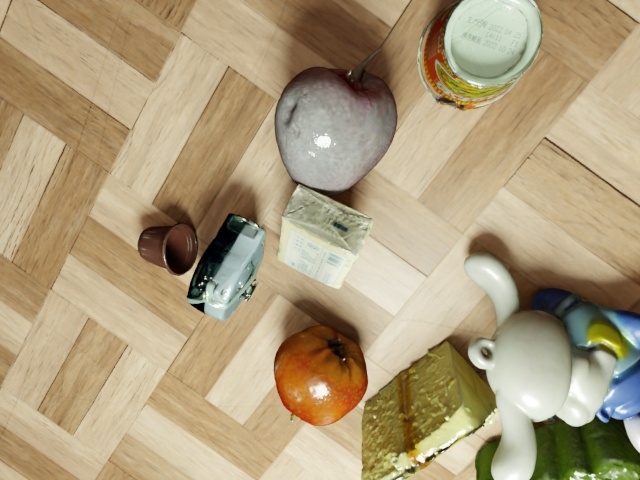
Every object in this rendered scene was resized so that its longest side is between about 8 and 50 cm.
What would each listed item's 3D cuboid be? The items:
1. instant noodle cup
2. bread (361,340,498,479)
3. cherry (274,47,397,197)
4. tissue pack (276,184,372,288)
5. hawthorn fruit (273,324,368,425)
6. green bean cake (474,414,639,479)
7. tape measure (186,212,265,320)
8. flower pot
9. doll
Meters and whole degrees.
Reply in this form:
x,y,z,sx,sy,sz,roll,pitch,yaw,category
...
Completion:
x,y,z,sx,sy,sz,roll,pitch,yaw,category
0.246,-0.296,0.736,0.193,0.212,0.193,3,106,10,instant noodle cup
0.217,0.381,0.915,0.198,0.236,0.263,44,108,-3,bread
0.024,-0.195,0.813,0.213,0.183,0.266,-4,120,-32,cherry
0.000,0.000,0.875,0.148,0.196,0.092,26,65,2,tissue pack
-0.012,0.288,0.960,0.196,0.196,0.225,28,117,2,hawthorn fruit
0.494,0.519,0.929,0.319,0.218,0.335,-28,93,24,green bean cake
-0.178,0.063,0.931,0.107,0.181,0.182,25,71,6,tape measure
-0.323,0.014,0.989,0.089,0.111,0.111,6,107,21,flower pot
0.429,0.215,0.838,0.365,0.187,0.376,5,83,-8,doll
